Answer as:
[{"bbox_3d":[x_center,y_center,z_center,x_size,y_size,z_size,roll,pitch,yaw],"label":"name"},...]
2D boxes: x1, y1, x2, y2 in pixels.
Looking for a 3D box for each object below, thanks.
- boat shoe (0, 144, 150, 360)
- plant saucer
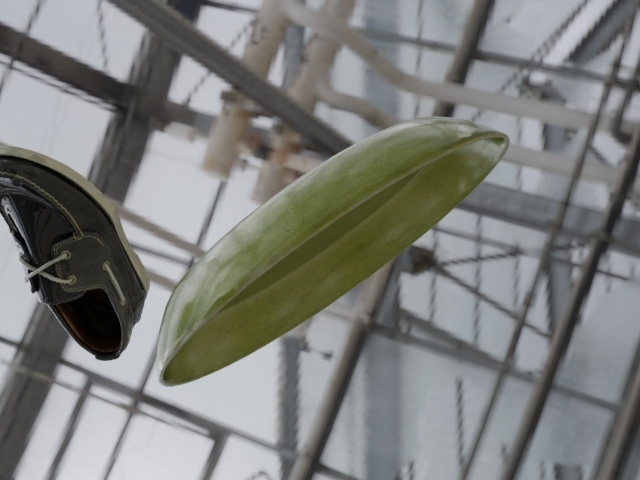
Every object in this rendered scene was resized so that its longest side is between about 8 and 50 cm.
[{"bbox_3d":[-0.203,0.011,1.132,0.233,0.084,0.079,65,-145,-50],"label":"boat shoe"},{"bbox_3d":[0.000,0.000,0.811,0.241,0.037,0.241,-33,-11,-7],"label":"plant saucer"}]
